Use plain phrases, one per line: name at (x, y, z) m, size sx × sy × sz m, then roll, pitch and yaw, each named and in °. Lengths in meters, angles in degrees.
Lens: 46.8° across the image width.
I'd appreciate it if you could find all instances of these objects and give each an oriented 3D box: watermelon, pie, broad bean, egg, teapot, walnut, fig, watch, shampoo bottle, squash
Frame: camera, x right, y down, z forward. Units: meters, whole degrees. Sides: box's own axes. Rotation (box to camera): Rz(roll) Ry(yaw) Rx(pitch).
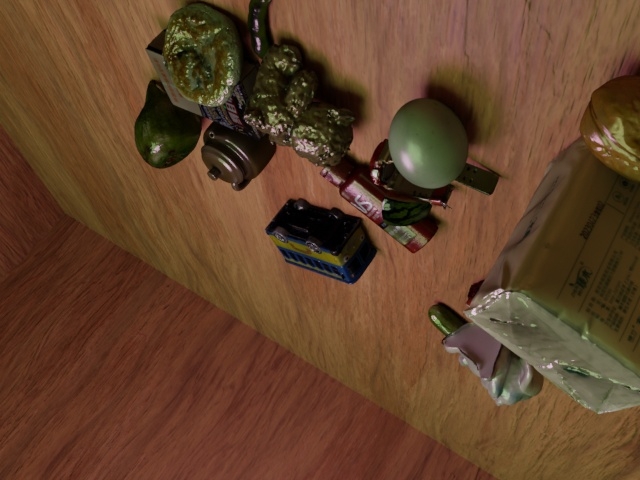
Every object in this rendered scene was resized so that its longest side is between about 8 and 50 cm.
watermelon at (0.180, -0.081, 1.714) m, size 0.135 × 0.125 × 0.094 m, roll 126°, pitch 135°, yaw -58°
pie at (-0.266, -0.416, 1.663) m, size 0.240 × 0.054 × 0.241 m, roll 15°, pitch 115°, yaw 34°
broad bean at (-0.121, -0.452, 1.533) m, size 0.069 × 0.039 × 0.227 m, roll 30°, pitch 158°, yaw 1°
egg at (0.207, -0.186, 1.424) m, size 0.149 × 0.149 × 0.192 m, roll 15°, pitch 149°, yaw 43°
teapot at (-0.237, -0.225, 1.985) m, size 0.185 × 0.175 × 0.268 m, roll 28°, pitch 157°, yaw 26°
walnut at (0.474, -0.162, 1.093) m, size 0.180 × 0.144 × 0.144 m, roll 28°, pitch 157°, yaw 9°
fig at (-0.452, -0.339, 2.073) m, size 0.235 × 0.203 × 0.203 m, roll 57°, pitch 158°, yaw 4°
watch at (0.237, -0.135, 1.588) m, size 0.268 × 0.102 × 0.165 m, roll 22°, pitch 163°, yaw 11°
shampoo bottle at (0.140, -0.093, 1.810) m, size 0.314 × 0.076 × 0.118 m, roll 38°, pitch 157°, yaw -4°
squash at (0.408, 0.273, 2.161) m, size 0.239 × 0.069 × 0.069 m, roll 40°, pitch 158°, yaw -7°

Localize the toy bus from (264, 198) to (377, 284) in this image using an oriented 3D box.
toy bus at (0.000, 0.000, 2.128) m, size 0.287 × 0.138 × 0.175 m, roll 17°, pitch 151°, yaw 40°

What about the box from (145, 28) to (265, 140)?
box at (-0.267, -0.385, 1.825) m, size 0.310 × 0.084 × 0.198 m, roll 26°, pitch 155°, yaw 26°

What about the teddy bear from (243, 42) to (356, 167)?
teddy bear at (-0.042, -0.270, 1.623) m, size 0.256 × 0.156 × 0.267 m, roll 25°, pitch 148°, yaw 0°

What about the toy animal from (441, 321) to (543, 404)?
toy animal at (0.486, 0.326, 2.025) m, size 0.249 × 0.174 × 0.289 m, roll 46°, pitch 179°, yaw 34°

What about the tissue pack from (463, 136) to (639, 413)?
tissue pack at (0.456, 0.044, 1.211) m, size 0.297 × 0.380 × 0.207 m, roll 37°, pitch 154°, yaw 2°

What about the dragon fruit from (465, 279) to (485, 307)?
dragon fruit at (0.450, 0.191, 1.897) m, size 0.192 × 0.092 × 0.122 m, roll 44°, pitch 157°, yaw -18°
